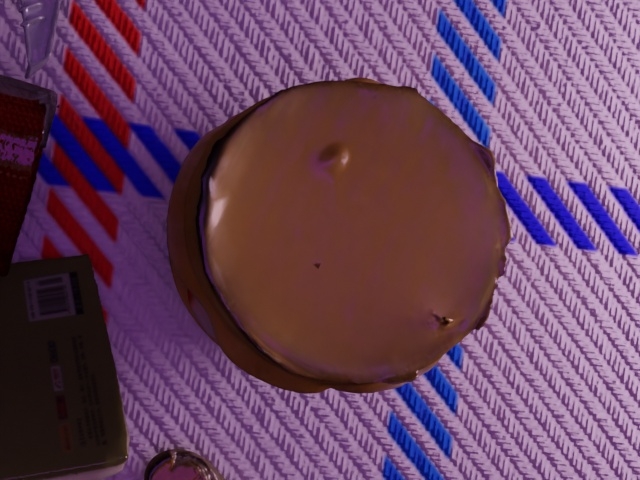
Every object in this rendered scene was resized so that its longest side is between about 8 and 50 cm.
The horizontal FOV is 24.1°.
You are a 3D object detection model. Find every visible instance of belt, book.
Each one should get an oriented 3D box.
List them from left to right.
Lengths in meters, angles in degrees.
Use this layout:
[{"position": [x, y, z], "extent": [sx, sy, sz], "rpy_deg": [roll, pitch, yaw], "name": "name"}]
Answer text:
[{"position": [-0.342, 0.121, 1.206], "extent": [0.352, 0.239, 0.035], "rpy_deg": [-9, 137, -9], "name": "book"}, {"position": [-0.291, -0.058, 1.212], "extent": [0.124, 0.201, 0.128], "rpy_deg": [15, 56, -12], "name": "belt"}]

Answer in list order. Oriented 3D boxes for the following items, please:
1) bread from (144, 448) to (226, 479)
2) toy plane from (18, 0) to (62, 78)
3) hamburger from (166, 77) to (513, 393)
[{"position": [-0.082, 0.274, 1.336], "extent": [0.073, 0.053, 0.214], "rpy_deg": [-39, 96, -12], "name": "bread"}, {"position": [-0.263, -0.260, 1.240], "extent": [0.255, 0.101, 0.251], "rpy_deg": [-31, 72, -22], "name": "toy plane"}, {"position": [0.000, 0.000, 1.256], "extent": [0.276, 0.237, 0.276], "rpy_deg": [2, 85, -18], "name": "hamburger"}]
